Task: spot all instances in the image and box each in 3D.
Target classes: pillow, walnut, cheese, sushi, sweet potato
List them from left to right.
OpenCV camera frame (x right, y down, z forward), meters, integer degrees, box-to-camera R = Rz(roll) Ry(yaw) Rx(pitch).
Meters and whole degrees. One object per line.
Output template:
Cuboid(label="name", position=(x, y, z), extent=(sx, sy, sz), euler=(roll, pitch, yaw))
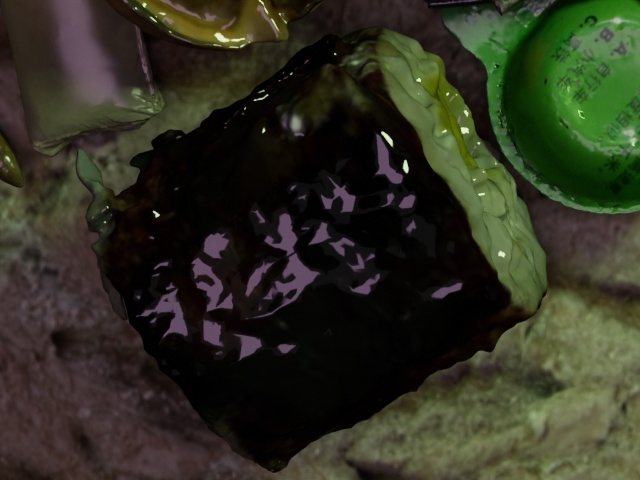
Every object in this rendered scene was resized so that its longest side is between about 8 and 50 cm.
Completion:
Cuboid(label="sweet potato", position=(-0.302, -0.103, 1.687), extent=(0.041, 0.038, 0.153), euler=(-35, 88, -13))
Cuboid(label="pillow", position=(-0.205, -0.180, 1.654), extent=(0.119, 0.053, 0.208), euler=(-12, 96, 5))
Cuboid(label="walnut", position=(-0.073, -0.270, 1.583), extent=(0.204, 0.141, 0.238), euler=(25, 102, -13))
Cuboid(label="sushi", position=(-0.001, 0.002, 1.549), extent=(0.294, 0.299, 0.281), euler=(-30, 82, 12))
Cuboid(label="cheese", position=(0.203, -0.152, 1.605), extent=(0.320, 0.083, 0.204), euler=(42, 91, 10))

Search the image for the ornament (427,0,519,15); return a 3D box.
Cuboid(label="ornament", position=(0.142, -0.279, 1.505), extent=(0.153, 0.196, 0.166), euler=(-6, 75, 8))
